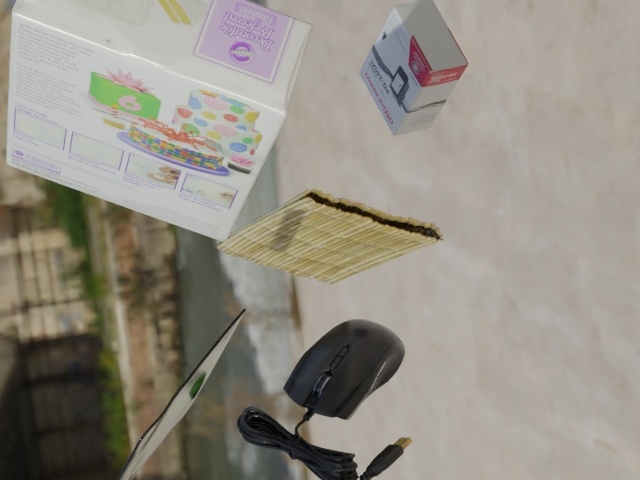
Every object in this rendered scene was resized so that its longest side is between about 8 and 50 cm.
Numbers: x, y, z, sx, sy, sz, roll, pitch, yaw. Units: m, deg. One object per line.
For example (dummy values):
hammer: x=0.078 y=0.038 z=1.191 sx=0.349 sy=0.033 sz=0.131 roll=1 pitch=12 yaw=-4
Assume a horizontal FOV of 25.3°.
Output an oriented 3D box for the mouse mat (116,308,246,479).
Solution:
mouse mat: x=-0.132 y=0.155 z=1.273 sx=0.190 sy=0.007 sz=0.153 roll=-53 pitch=-4 yaw=-46

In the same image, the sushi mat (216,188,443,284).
sushi mat: x=0.000 y=0.000 z=1.542 sx=0.316 sy=0.151 sz=0.019 roll=155 pitch=129 yaw=-67

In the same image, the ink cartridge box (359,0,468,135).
ink cartridge box: x=0.118 y=-0.222 z=1.853 sx=0.109 sy=0.063 sz=0.150 roll=63 pitch=152 yaw=20

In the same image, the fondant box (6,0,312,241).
fondant box: x=-0.161 y=-0.129 z=1.316 sx=0.330 sy=0.238 sz=0.096 roll=125 pitch=164 yaw=-68

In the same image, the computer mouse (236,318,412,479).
computer mouse: x=0.043 y=0.178 z=1.682 sx=0.184 sy=0.262 sz=0.060 roll=28 pitch=134 yaw=27
